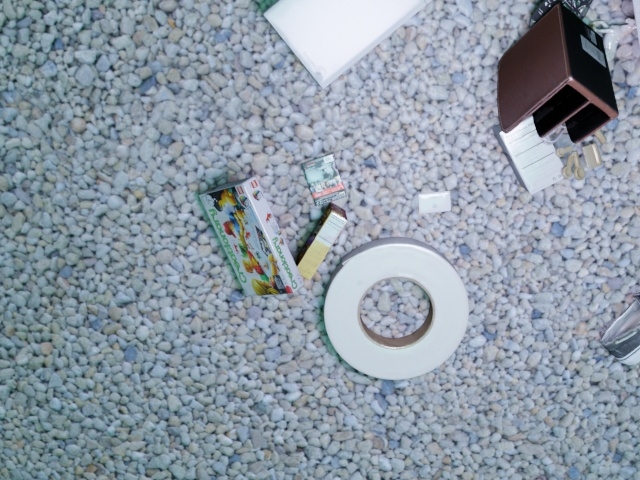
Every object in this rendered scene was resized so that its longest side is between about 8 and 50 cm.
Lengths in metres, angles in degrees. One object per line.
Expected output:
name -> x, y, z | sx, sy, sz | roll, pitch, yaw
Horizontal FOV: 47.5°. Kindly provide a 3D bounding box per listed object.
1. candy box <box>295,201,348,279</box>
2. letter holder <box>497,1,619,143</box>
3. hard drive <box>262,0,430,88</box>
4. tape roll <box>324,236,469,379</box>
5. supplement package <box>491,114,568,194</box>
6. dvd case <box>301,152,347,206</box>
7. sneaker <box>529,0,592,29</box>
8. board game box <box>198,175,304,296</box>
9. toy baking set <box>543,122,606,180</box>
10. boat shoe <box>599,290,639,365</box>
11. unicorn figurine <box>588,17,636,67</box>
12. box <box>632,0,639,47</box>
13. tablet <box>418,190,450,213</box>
candy box -> 0.000, 0.000, 1.880 | 0.053, 0.109, 0.186 | 31, 103, -9
letter holder -> 0.532, -0.356, 1.676 | 0.152, 0.302, 0.214 | 30, 135, -20
hard drive -> 0.071, -0.565, 1.739 | 0.353, 0.047, 0.233 | -38, 113, 10
tape roll -> 0.199, 0.183, 1.948 | 0.392, 0.072, 0.392 | 0, 105, 1
supplement package -> 0.520, -0.223, 1.816 | 0.105, 0.105, 0.179 | -28, 103, 10
dvd case -> 0.010, -0.157, 1.887 | 0.087, 0.013, 0.119 | -19, 105, 5
sneaker -> 0.611, -0.593, 1.725 | 0.101, 0.106, 0.267 | 40, 122, -15
board game box -> -0.176, -0.003, 1.854 | 0.193, 0.053, 0.305 | -9, 110, 47
toy baking set -> 0.617, -0.264, 1.782 | 0.256, 0.030, 0.197 | 52, 59, -18
boat shoe -> 0.877, 0.184, 1.915 | 0.119, 0.121, 0.335 | 31, 105, -12
unicorn figurine -> 0.705, -0.492, 1.772 | 0.111, 0.060, 0.162 | 13, 121, -3
box -> 0.805, -0.566, 1.681 | 0.232, 0.058, 0.322 | -27, 109, -33
tablet -> 0.298, -0.100, 1.903 | 0.083, 0.006, 0.054 | -5, 105, 2
